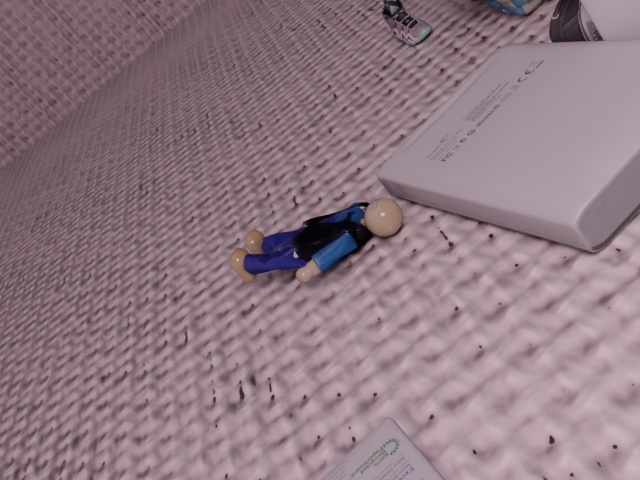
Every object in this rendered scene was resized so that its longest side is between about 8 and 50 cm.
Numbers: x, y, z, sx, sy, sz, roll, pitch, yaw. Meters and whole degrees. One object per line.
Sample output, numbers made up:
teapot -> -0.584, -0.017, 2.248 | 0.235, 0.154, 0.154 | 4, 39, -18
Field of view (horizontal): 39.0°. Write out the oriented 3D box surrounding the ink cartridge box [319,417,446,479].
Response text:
ink cartridge box -> 0.011, 0.232, 0.492 | 0.223, 0.045, 0.224 | -42, 25, -2

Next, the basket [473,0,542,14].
basket -> 0.172, -0.410, 1.048 | 0.201, 0.289, 0.255 | -39, 23, 4

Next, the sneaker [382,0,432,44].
sneaker -> 0.109, -0.303, 1.232 | 0.038, 0.069, 0.098 | -44, 24, -6

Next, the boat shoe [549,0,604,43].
boat shoe -> 0.292, -0.274, 0.915 | 0.076, 0.080, 0.228 | -7, 48, 49

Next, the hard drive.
hard drive -> 0.194, -0.098, 0.792 | 0.203, 0.040, 0.307 | -45, 24, -10

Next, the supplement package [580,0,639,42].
supplement package -> 0.331, -0.298, 0.808 | 0.134, 0.139, 0.244 | -7, 40, 49

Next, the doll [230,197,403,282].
doll -> 0.000, 0.000, 0.904 | 0.189, 0.046, 0.129 | -16, 24, 32
